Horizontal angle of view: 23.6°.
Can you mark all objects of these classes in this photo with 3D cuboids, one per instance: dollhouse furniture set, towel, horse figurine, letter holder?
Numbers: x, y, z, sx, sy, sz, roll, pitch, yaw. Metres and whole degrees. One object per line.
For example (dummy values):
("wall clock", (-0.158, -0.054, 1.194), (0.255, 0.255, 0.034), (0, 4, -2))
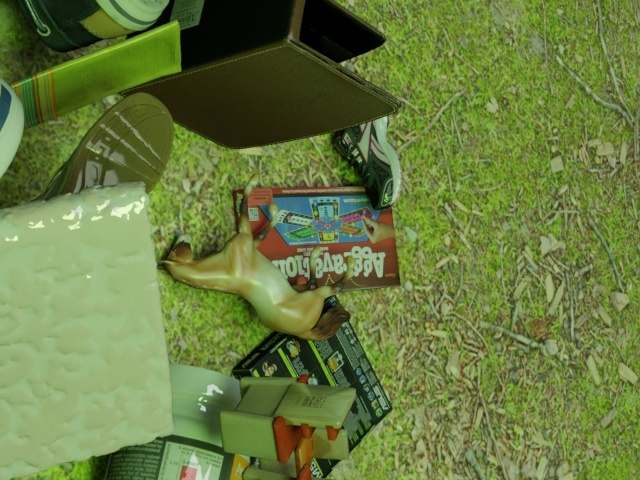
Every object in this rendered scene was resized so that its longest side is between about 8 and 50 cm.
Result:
("dollhouse furniture set", (-0.027, 0.284, 1.695), (0.262, 0.135, 0.259), (-58, 147, -57))
("towel", (-0.263, -0.173, 1.693), (0.237, 0.102, 0.021), (-23, 74, -13))
("horse figurine", (-0.058, 0.044, 1.925), (0.263, 0.066, 0.174), (42, 55, -18))
("towel", (-0.316, 0.105, 1.505), (0.332, 0.053, 0.316), (-14, 127, -14))
("letter holder", (-0.059, -0.229, 1.840), (0.214, 0.302, 0.152), (28, 64, -40))

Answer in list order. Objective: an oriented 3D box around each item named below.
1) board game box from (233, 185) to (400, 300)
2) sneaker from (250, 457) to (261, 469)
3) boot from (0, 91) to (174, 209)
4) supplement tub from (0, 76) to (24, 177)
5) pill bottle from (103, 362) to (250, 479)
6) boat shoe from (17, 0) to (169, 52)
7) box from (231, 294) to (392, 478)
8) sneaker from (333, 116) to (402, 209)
("board game box", (0.000, 0.000, 2.060), (0.281, 0.027, 0.145), (-4, 87, -46))
("sneaker", (-0.042, 0.384, 1.920), (0.110, 0.107, 0.275), (10, 69, -75))
("boot", (-0.276, -0.038, 1.654), (0.095, 0.203, 0.262), (37, 64, -25))
("supplement tub", (-0.462, -0.158, 1.459), (0.316, 0.228, 0.228), (49, 52, -32))
("pill bottle", (-0.169, 0.291, 1.741), (0.162, 0.162, 0.278), (29, 63, -39))
("boat shoe", (-0.344, -0.432, 1.688), (0.500, 0.156, 0.187), (62, 27, 1))
("box", (-0.007, 0.196, 2.003), (0.184, 0.045, 0.190), (-40, 112, -36))
("sneaker", (0.057, -0.120, 2.108), (0.077, 0.072, 0.178), (-3, 65, -21))
